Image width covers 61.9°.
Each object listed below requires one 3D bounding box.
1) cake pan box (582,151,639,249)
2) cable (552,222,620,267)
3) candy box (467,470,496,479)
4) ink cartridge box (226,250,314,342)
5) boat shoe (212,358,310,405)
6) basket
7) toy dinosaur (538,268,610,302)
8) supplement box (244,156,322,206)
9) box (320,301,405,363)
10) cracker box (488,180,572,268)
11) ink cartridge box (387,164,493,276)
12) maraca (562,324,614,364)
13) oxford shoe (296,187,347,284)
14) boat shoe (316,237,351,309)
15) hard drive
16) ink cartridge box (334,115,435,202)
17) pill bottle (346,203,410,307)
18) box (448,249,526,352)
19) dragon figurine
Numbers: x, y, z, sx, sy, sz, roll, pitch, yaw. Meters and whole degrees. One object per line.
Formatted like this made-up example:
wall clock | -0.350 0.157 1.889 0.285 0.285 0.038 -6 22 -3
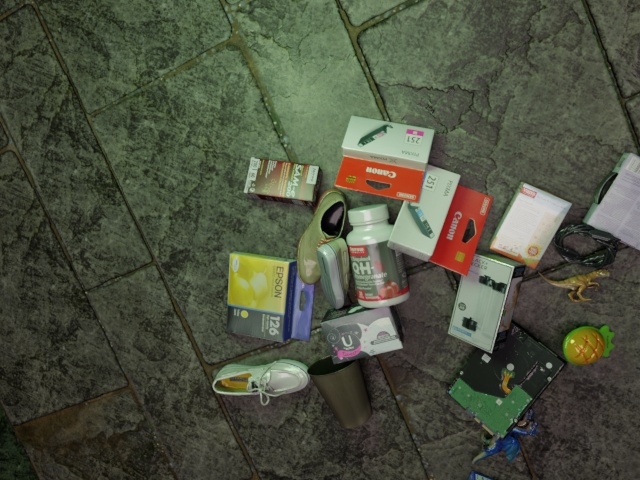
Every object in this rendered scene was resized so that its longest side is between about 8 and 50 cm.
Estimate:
cake pan box | 0.964 -0.103 1.593 0.267 0.070 0.245 26 104 6
cable | 0.810 0.017 1.640 0.185 0.047 0.150 14 140 16
candy box | 0.637 1.005 1.865 0.317 0.122 0.268 19 105 10
ink cartridge box | -0.182 0.207 1.918 0.308 0.072 0.303 8 102 14
boat shoe | -0.225 0.518 1.942 0.367 0.156 0.135 -2 101 14
basket | 0.086 0.530 1.881 0.204 0.154 0.226 -18 101 31
toy dinosaur | 0.803 0.140 1.692 0.212 0.064 0.112 -11 81 5
supplement box | -0.125 -0.197 1.797 0.240 0.073 0.130 8 80 10
box | 0.147 0.303 1.822 0.247 0.142 0.163 -17 97 16
cracker box | 0.653 -0.049 1.674 0.156 0.067 0.232 26 107 6
ink cartridge box | 0.380 -0.071 1.655 0.261 0.066 0.296 21 70 8
maraca | 0.854 0.331 1.695 0.186 0.099 0.127 -8 103 -12
oxford shoe | 0.000 0.000 1.787 0.123 0.130 0.348 13 105 -10
boat shoe | 0.059 0.118 1.780 0.094 0.302 0.109 -28 50 -18
hard drive | 0.599 0.449 1.742 0.237 0.064 0.338 40 108 32
ink cartridge box | 0.199 -0.260 1.675 0.275 0.060 0.238 12 67 11
pill bottle | 0.182 0.046 1.744 0.177 0.176 0.318 -9 99 14
box | 0.527 0.189 1.702 0.169 0.087 0.289 23 108 42
dragon figurine | 0.630 0.693 1.821 0.144 0.085 0.289 24 104 7
